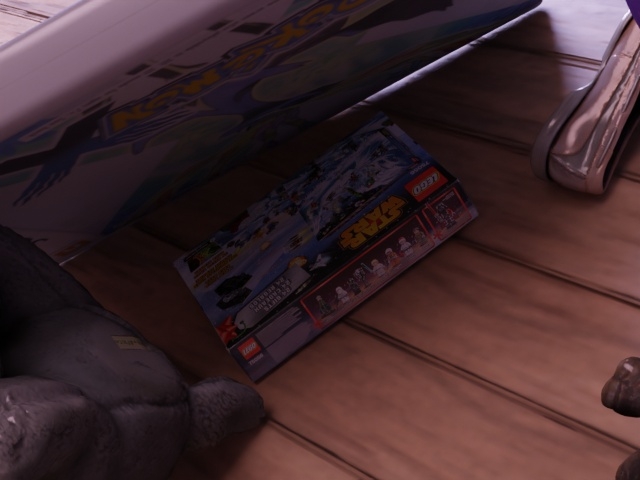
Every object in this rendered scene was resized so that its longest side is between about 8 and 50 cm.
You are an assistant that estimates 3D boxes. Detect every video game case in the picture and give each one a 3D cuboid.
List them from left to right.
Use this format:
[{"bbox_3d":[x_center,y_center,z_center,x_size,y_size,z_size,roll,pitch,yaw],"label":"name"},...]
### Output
[{"bbox_3d":[-0.052,-0.074,0.692,0.329,0.036,0.300,-28,-6,9],"label":"video game case"}]

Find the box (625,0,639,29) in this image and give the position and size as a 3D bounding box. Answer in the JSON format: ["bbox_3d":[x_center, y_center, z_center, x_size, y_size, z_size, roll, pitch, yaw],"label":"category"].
[{"bbox_3d":[0.227,0.017,0.330,0.200,0.293,0.057,-28,-4,8],"label":"box"}]

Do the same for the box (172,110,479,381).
[{"bbox_3d":[0.000,0.000,0.729,0.137,0.027,0.094,-36,34,-2],"label":"box"}]

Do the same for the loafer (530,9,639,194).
[{"bbox_3d":[0.149,-0.072,0.689,0.039,0.045,0.125,31,76,34],"label":"loafer"}]

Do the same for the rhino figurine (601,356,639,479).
[{"bbox_3d":[0.135,0.086,0.483,0.243,0.073,0.106,-38,32,-3],"label":"rhino figurine"}]

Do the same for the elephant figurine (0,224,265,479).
[{"bbox_3d":[-0.182,0.119,0.641,0.239,0.186,0.169,-52,-6,18],"label":"elephant figurine"}]
